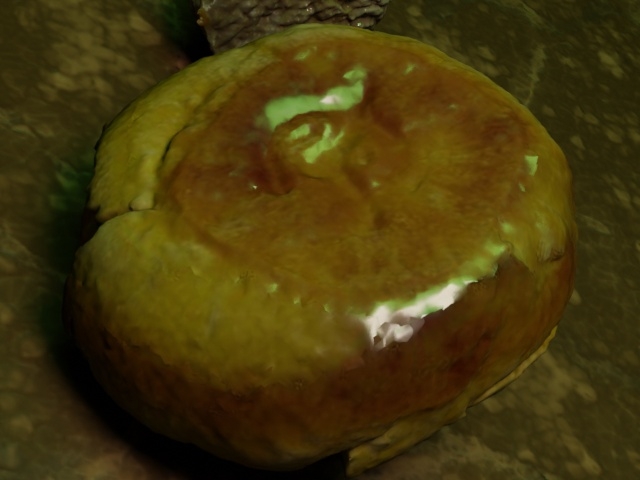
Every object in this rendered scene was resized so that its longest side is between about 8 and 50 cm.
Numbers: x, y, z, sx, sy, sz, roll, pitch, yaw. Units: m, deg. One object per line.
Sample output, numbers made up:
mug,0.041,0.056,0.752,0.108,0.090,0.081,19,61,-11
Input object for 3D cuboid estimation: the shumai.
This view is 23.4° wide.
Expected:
shumai,-0.049,-0.239,1.333,0.175,0.166,0.206,50,15,29

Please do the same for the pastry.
pastry,0.000,0.000,1.050,0.355,0.164,0.356,-2,49,2
